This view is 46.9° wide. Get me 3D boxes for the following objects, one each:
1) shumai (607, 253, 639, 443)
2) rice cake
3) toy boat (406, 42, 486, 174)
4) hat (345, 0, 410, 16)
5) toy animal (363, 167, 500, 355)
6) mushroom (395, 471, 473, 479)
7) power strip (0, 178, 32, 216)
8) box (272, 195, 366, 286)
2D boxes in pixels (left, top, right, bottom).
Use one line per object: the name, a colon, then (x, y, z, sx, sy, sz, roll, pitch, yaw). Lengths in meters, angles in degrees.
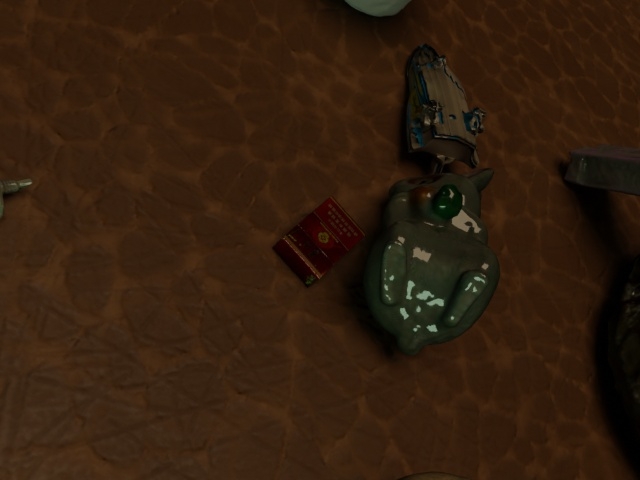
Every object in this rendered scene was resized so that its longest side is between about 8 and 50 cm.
shumai: (0.536, 0.113, 0.775, 0.395, 0.348, 0.394, 13, 59, -22)
rice cake: (0.427, -0.070, 0.864, 0.106, 0.298, 0.050, -7, 107, -31)
toy boat: (0.136, -0.166, 0.856, 0.085, 0.066, 0.210, 11, 47, -16)
hat: (0.080, -0.348, 0.875, 0.203, 0.126, 0.203, 15, 58, -26)
toy animal: (0.114, -0.010, 0.731, 0.125, 0.127, 0.251, 45, 32, -12)
mushroom: (0.093, 0.257, 0.545, 0.166, 0.127, 0.166, 11, 61, -21)
power strip: (-0.298, -0.027, 0.514, 0.191, 0.030, 0.047, -14, 74, -37)
box: (0.000, 0.000, 0.696, 0.051, 0.023, 0.082, 48, 49, 0)
